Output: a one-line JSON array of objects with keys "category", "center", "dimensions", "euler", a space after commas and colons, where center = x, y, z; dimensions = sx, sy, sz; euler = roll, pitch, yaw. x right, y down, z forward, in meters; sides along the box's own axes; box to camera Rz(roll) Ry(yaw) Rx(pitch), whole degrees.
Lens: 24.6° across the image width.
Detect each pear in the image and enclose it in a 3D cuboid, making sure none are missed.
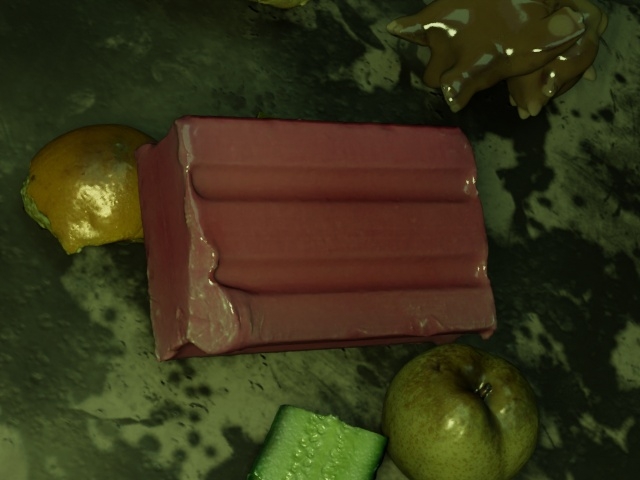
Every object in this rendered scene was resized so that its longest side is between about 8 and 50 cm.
[{"category": "pear", "center": [0.145, 0.183, 1.505], "dimensions": [0.167, 0.136, 0.167], "euler": [12, 40, -11]}]

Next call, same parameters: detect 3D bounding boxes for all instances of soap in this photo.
[{"category": "soap", "center": [0.000, 0.000, 1.508], "dimensions": [0.360, 0.128, 0.232], "euler": [-1, 78, -34]}]

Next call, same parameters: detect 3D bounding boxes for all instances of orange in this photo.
[{"category": "orange", "center": [-0.221, -0.061, 1.522], "dimensions": [0.160, 0.112, 0.170], "euler": [29, 38, -4]}]

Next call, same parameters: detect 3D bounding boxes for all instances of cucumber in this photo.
[{"category": "cucumber", "center": [-0.007, 0.227, 1.450], "dimensions": [0.116, 0.062, 0.115], "euler": [24, 48, 0]}]

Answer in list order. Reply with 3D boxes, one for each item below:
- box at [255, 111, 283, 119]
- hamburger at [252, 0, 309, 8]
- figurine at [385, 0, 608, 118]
[{"category": "box", "center": [-0.029, -0.048, 1.653], "dimensions": [0.121, 0.030, 0.193], "euler": [17, 51, -14]}, {"category": "hamburger", "center": [-0.117, -0.393, 1.788], "dimensions": [0.285, 0.134, 0.265], "euler": [11, 56, -10]}, {"category": "figurine", "center": [0.234, -0.237, 1.838], "dimensions": [0.247, 0.173, 0.177], "euler": [-33, 69, -6]}]
